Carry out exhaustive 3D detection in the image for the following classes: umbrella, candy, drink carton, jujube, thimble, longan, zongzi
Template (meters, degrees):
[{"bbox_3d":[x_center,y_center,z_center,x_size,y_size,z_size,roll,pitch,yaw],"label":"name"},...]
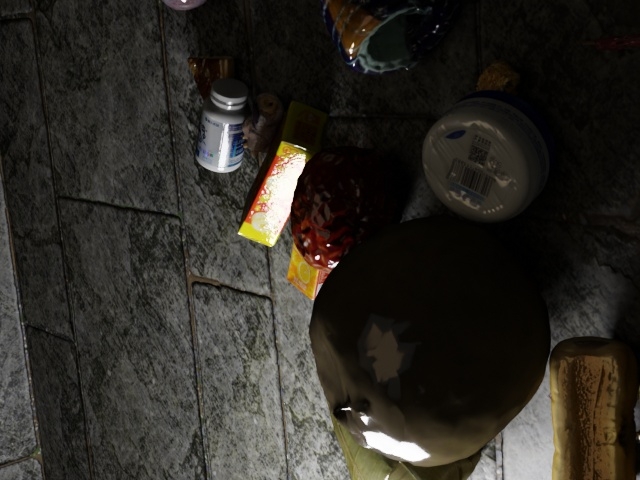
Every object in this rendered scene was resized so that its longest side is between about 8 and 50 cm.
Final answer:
[{"bbox_3d":[0.459,-0.296,1.699,0.165,0.027,0.025,7,81,52],"label":"umbrella"},{"bbox_3d":[-0.076,-0.133,2.307,0.146,0.088,0.276,-81,14,-46],"label":"candy"},{"bbox_3d":[0.000,0.000,2.322,0.096,0.071,0.223,38,128,40],"label":"drink carton"},{"bbox_3d":[0.052,-0.056,2.133,0.213,0.212,0.232,19,110,47],"label":"jujube"},{"bbox_3d":[0.119,-0.395,1.944,0.237,0.237,0.150,-50,59,46],"label":"thimble"},{"bbox_3d":[0.172,0.177,1.914,0.436,0.404,0.404,-47,65,42],"label":"longan"},{"bbox_3d":[0.079,0.390,2.272,0.447,0.181,0.418,55,138,28],"label":"zongzi"}]

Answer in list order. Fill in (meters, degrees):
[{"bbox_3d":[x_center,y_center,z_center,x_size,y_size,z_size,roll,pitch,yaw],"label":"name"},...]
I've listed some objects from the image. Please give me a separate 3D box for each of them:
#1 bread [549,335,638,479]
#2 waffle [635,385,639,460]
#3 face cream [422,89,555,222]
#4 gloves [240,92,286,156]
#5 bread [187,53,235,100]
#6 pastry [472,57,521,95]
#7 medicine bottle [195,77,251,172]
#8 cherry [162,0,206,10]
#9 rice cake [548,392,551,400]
[{"bbox_3d":[0.440,0.308,1.826,0.142,0.091,0.305,1,90,31],"label":"bread"},{"bbox_3d":[0.623,0.329,1.645,0.379,0.095,0.382,7,110,51],"label":"waffle"},{"bbox_3d":[0.272,-0.134,1.863,0.205,0.111,0.206,18,126,27],"label":"face cream"},{"bbox_3d":[-0.113,-0.240,2.368,0.144,0.094,0.111,132,127,-70],"label":"gloves"},{"bbox_3d":[-0.224,-0.366,2.497,0.136,0.054,0.154,-37,78,51],"label":"bread"},{"bbox_3d":[0.287,-0.233,1.908,0.080,0.056,0.140,52,140,43],"label":"pastry"},{"bbox_3d":[-0.208,-0.250,2.459,0.107,0.107,0.192,45,138,33],"label":"medicine bottle"},{"bbox_3d":[-0.294,-0.581,2.452,0.176,0.140,0.176,-177,90,-71],"label":"cherry"},{"bbox_3d":[0.454,0.330,1.895,0.207,0.036,0.047,59,134,22],"label":"rice cake"}]
